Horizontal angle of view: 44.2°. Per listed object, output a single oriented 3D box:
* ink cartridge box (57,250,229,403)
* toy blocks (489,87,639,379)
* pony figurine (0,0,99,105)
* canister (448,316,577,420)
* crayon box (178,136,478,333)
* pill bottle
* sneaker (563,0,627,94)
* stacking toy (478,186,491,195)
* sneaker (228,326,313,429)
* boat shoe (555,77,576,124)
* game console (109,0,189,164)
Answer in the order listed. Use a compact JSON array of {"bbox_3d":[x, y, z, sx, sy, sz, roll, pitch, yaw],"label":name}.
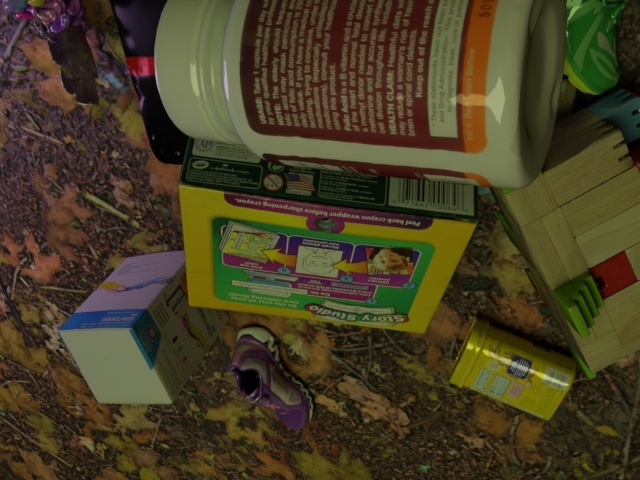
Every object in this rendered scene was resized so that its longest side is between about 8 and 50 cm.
[{"bbox_3d":[-0.307,0.151,1.412,0.168,0.232,0.171,-6,121,27],"label":"ink cartridge box"},{"bbox_3d":[0.379,-0.024,0.963,0.261,0.191,0.381,-30,115,6],"label":"toy blocks"},{"bbox_3d":[-0.426,-0.374,1.087,0.363,0.303,0.351,-23,80,42],"label":"pony figurine"},{"bbox_3d":[0.306,0.208,1.262,0.170,0.073,0.126,22,131,8],"label":"canister"},{"bbox_3d":[0.000,0.000,1.084,0.363,0.106,0.313,7,148,-2],"label":"crayon box"},{"bbox_3d":[0.038,-0.184,0.832,0.392,0.224,0.224,9,127,25],"label":"pill bottle"},{"bbox_3d":[0.308,-0.295,0.863,0.123,0.109,0.295,3,125,29],"label":"sneaker"},{"bbox_3d":[0.110,-0.183,1.029,0.279,0.130,0.309,-10,118,31],"label":"stacking toy"},{"bbox_3d":[-0.102,0.281,1.494,0.095,0.104,0.236,-15,117,32],"label":"sneaker"},{"bbox_3d":[0.311,-0.119,1.025,0.072,0.068,0.190,-2,123,13],"label":"boat shoe"},{"bbox_3d":[-0.123,-0.259,1.082,0.386,0.060,0.342,8,122,34],"label":"game console"}]
